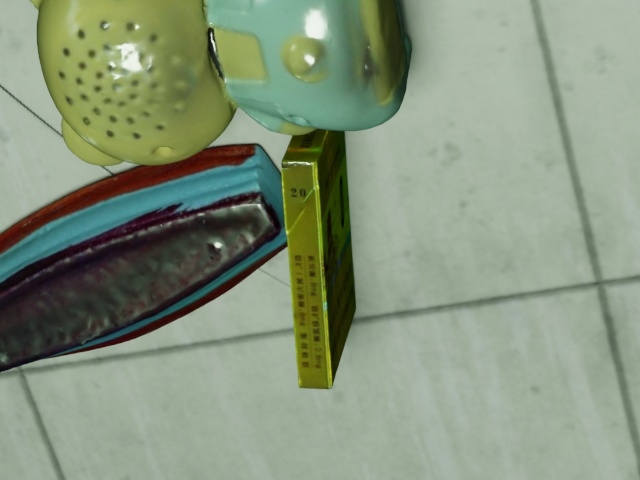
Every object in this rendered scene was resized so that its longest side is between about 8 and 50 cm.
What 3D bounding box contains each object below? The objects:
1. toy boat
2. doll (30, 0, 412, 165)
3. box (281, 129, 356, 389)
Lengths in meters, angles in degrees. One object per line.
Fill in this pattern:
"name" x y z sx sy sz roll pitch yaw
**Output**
"toy boat" -0.199 0.038 1.540 0.392 0.079 0.136 -23 110 18
"doll" -0.075 -0.146 1.361 0.261 0.161 0.177 -5 119 11
"box" 0.000 0.000 1.448 0.030 0.121 0.193 1 118 10
